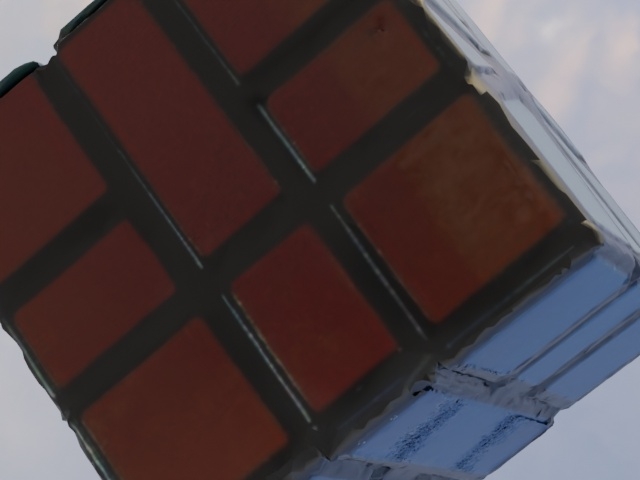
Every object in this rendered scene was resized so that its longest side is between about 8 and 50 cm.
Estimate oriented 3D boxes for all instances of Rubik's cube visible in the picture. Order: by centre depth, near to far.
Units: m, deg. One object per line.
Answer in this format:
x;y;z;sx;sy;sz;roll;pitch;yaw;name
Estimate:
0.000;0.000;1.039;0.283;0.288;0.293;-38;-108;12;Rubik's cube
